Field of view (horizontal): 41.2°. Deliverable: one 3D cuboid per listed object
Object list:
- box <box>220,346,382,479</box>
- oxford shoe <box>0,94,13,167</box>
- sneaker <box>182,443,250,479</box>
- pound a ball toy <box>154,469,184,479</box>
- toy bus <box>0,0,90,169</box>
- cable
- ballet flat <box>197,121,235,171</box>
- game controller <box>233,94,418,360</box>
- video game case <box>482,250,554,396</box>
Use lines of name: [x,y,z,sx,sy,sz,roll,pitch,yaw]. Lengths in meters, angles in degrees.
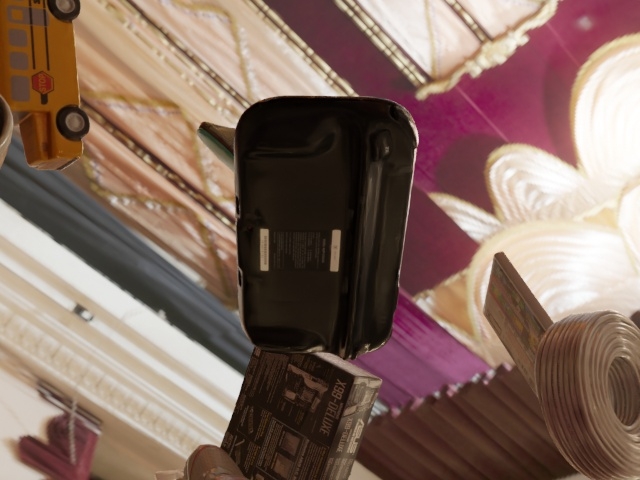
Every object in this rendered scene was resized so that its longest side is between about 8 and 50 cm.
box: [-0.051,0.330,1.435,0.242,0.076,0.308,19,-89,44]
oxford shoe: [-0.313,-0.145,0.357,0.130,0.449,0.169,-32,-145,20]
sneaker: [-0.116,0.391,1.241,0.252,0.103,0.111,52,-50,34]
pound a ball toy: [-0.174,0.578,1.721,0.135,0.319,0.208,-159,-107,-69]
toy bus: [-0.429,-0.275,1.259,0.108,0.130,0.333,-11,-97,55]
cable: [0.425,0.231,1.264,0.089,0.257,0.257,-21,-108,45]
ballet flat: [-0.089,-0.110,1.274,0.079,0.221,0.077,-40,164,-12]
game controller: [0.000,0.000,0.837,0.067,0.166,0.319,-79,174,-50]
video game case: [0.350,0.147,1.488,0.023,0.183,0.201,-19,-127,-12]
